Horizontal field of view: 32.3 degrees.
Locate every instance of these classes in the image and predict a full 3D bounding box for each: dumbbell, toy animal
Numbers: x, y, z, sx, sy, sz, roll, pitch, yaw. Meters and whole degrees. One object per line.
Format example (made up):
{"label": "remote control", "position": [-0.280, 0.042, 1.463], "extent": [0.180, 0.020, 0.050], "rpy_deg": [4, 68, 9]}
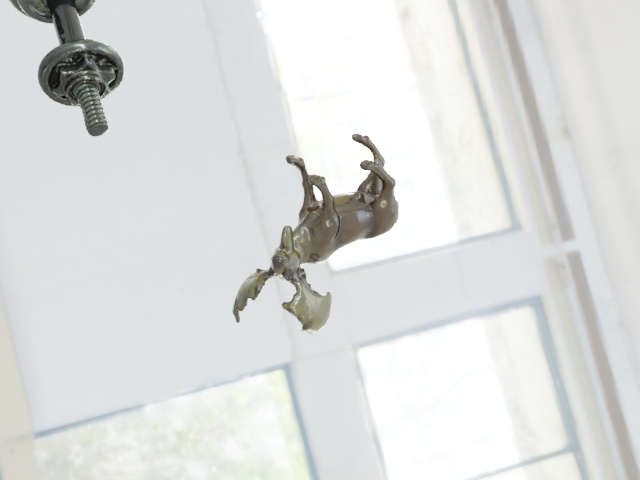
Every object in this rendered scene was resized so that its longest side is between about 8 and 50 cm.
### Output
{"label": "dumbbell", "position": [-0.237, -0.197, 1.037], "extent": [0.110, 0.110, 0.254], "rpy_deg": [96, -22, -55]}
{"label": "toy animal", "position": [0.000, 0.000, 1.199], "extent": [0.094, 0.214, 0.186], "rpy_deg": [40, -39, 45]}
